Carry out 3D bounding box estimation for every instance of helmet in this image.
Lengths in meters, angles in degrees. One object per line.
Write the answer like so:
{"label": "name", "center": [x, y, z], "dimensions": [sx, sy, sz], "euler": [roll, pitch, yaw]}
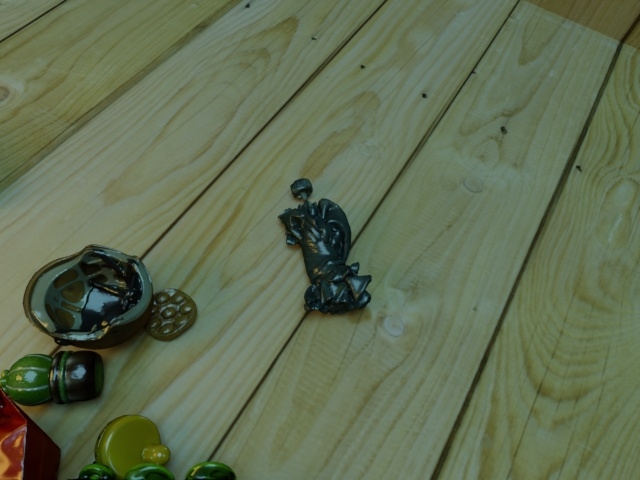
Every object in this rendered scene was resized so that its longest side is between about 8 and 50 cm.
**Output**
{"label": "helmet", "center": [-0.416, 0.120, 0.982], "dimensions": [0.224, 0.130, 0.198], "euler": [1, 53, 6]}

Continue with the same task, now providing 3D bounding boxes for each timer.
{"label": "timer", "center": [-0.312, 0.344, 0.868], "dimensions": [0.107, 0.109, 0.107], "euler": [18, 65, -44]}

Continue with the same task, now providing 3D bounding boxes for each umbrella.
{"label": "umbrella", "center": [-0.002, -0.001, 1.134], "dimensions": [0.143, 0.094, 0.348], "euler": [-7, 58, -17]}

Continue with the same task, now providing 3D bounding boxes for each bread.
{"label": "bread", "center": [-0.301, 0.145, 1.042], "dimensions": [0.110, 0.024, 0.110], "euler": [3, 57, -5]}

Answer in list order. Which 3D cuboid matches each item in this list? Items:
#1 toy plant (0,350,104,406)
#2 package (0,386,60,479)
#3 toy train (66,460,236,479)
{"label": "toy plant", "center": [-0.473, 0.242, 0.921], "dimensions": [0.162, 0.093, 0.092], "euler": [-2, 59, -8]}
{"label": "package", "center": [-0.469, 0.426, 0.746], "dimensions": [0.123, 0.196, 0.423], "euler": [-1, 57, -13]}
{"label": "toy train", "center": [-0.258, 0.421, 0.800], "dimensions": [0.296, 0.160, 0.100], "euler": [1, 27, -3]}
